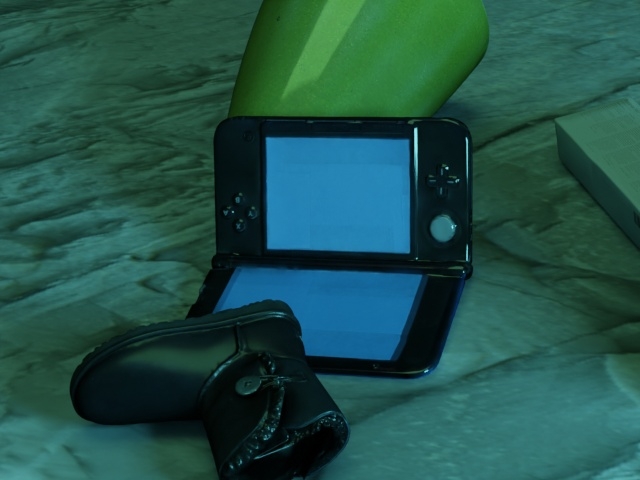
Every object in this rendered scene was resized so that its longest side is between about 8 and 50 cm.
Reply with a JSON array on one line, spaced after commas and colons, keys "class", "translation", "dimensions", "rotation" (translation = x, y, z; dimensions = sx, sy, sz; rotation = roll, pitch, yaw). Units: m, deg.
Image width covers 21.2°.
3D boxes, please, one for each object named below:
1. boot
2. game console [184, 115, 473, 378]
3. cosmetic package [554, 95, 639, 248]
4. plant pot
[{"class": "boot", "translation": [-0.110, 0.163, 1.626], "dimensions": [0.246, 0.094, 0.207], "rotation": [-17, 34, -5]}, {"class": "game console", "translation": [0.000, 0.000, 1.786], "dimensions": [0.293, 0.250, 0.173], "rotation": [2, 8, 18]}, {"class": "cosmetic package", "translation": [0.351, -0.073, 1.882], "dimensions": [0.099, 0.060, 0.239], "rotation": [-18, 33, -7]}, {"class": "plant pot", "translation": [0.015, -0.186, 2.007], "dimensions": [0.275, 0.274, 0.293], "rotation": [11, 54, 31]}]
